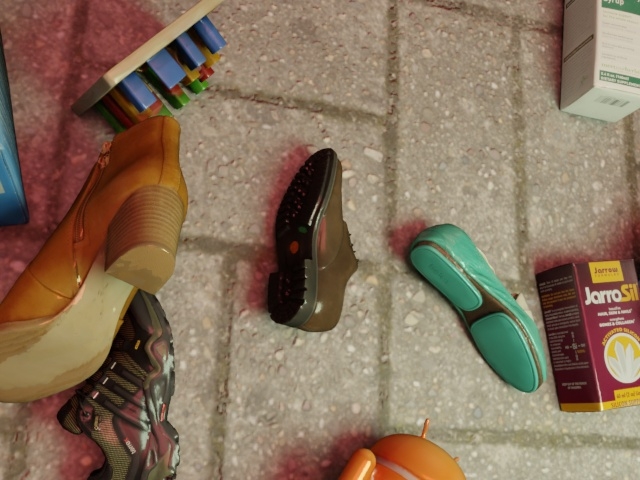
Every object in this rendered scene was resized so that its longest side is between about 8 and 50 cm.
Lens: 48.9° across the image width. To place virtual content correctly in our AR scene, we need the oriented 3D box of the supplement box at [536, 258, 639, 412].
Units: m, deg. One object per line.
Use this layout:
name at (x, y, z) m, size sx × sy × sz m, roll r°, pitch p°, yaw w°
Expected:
supplement box at (0.364, 0.124, 0.925) m, size 0.104 × 0.081 × 0.188 m, roll -3°, pitch 78°, yaw -20°

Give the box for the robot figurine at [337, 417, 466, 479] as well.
robot figurine at (0.077, 0.303, 0.755) m, size 0.158 × 0.128 × 0.219 m, roll 35°, pitch 68°, yaw 8°

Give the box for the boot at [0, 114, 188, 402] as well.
boot at (-0.239, 0.016, 0.716) m, size 0.104 × 0.295 × 0.211 m, roll 38°, pitch 25°, yaw -34°

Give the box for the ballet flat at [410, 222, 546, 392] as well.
ballet flat at (0.214, 0.075, 0.887) m, size 0.247 × 0.083 × 0.087 m, roll 51°, pitch 52°, yaw -4°

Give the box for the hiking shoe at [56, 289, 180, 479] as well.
hiking shoe at (-0.206, 0.150, 0.710) m, size 0.114 × 0.086 × 0.227 m, roll -3°, pitch 77°, yaw -21°

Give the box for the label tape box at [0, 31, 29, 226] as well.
label tape box at (-0.355, -0.197, 0.658) m, size 0.106 × 0.240 × 0.334 m, roll -8°, pitch 79°, yaw -20°

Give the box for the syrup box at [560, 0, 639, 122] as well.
syrup box at (0.422, -0.305, 1.035) m, size 0.093 × 0.096 × 0.237 m, roll 10°, pitch 76°, yaw -9°

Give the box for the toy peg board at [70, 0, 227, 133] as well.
toy peg board at (-0.171, -0.178, 0.772) m, size 0.161 × 0.160 × 0.079 m, roll -47°, pitch 111°, yaw -23°

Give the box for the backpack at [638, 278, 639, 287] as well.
backpack at (0.544, 0.102, 0.891) m, size 0.213 × 0.263 × 0.276 m, roll -34°, pitch 119°, yaw -22°

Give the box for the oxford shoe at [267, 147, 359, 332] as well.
oxford shoe at (0.000, 0.000, 0.837) m, size 0.096 × 0.083 × 0.227 m, roll 23°, pitch 67°, yaw -37°
